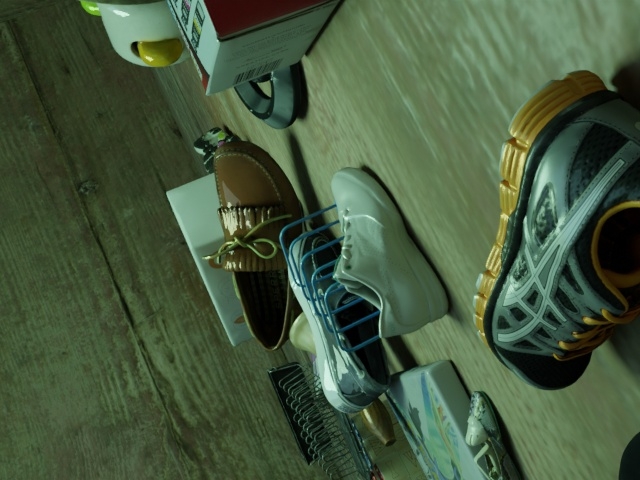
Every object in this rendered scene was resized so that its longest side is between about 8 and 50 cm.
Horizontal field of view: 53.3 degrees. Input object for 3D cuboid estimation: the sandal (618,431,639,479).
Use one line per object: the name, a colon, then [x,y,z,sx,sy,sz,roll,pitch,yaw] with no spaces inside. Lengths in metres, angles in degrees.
sandal: [0.209,0.132,0.329,0.097,0.054,0.254,59,167,30]

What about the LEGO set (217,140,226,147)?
LEGO set: [-0.146,-0.108,1.399,0.087,0.093,0.227,-80,-25,-48]

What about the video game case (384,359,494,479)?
video game case: [0.191,0.323,0.846,0.329,0.036,0.300,64,168,11]

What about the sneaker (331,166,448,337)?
sneaker: [0.048,0.009,0.703,0.212,0.094,0.080,60,168,29]

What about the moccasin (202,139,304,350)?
moccasin: [-0.107,0.018,1.064,0.147,0.139,0.380,-64,-25,-54]

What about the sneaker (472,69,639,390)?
sneaker: [0.141,0.020,0.349,0.083,0.084,0.215,47,158,44]

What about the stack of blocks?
stack of blocks: [0.156,0.440,1.112,0.297,0.087,0.171,61,167,24]

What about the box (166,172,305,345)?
box: [-0.147,0.027,1.311,0.168,0.215,0.345,57,165,37]

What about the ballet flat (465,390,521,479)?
ballet flat: [0.178,0.219,0.684,0.114,0.041,0.041,67,168,-5]

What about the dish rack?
dish rack: [0.000,0.332,1.152,0.208,0.074,0.271,67,162,-8]

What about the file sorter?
file sorter: [0.029,0.043,0.834,0.170,0.104,0.118,50,160,54]

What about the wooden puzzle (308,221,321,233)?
wooden puzzle: [0.000,0.000,1.119,0.083,0.006,0.049,61,168,21]

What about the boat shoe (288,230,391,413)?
boat shoe: [0.033,0.099,0.958,0.102,0.108,0.301,-45,46,39]

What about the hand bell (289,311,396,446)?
hand bell: [0.055,0.217,1.005,0.242,0.126,0.126,57,165,41]

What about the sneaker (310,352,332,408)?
sneaker: [0.015,0.206,1.276,0.161,0.102,0.282,-120,23,-44]

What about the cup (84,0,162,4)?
cup: [-0.318,-0.512,0.858,0.331,0.331,0.237,58,141,32]

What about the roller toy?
roller toy: [-0.285,-0.404,1.116,0.209,0.191,0.146,33,153,23]

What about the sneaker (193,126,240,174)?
sneaker: [-0.220,-0.193,1.562,0.118,0.107,0.279,51,-178,-34]

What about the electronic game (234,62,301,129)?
electronic game: [-0.090,-0.264,0.879,0.229,0.048,0.229,51,157,32]

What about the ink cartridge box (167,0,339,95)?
ink cartridge box: [-0.107,-0.334,0.615,0.309,0.130,0.272,67,167,-4]
